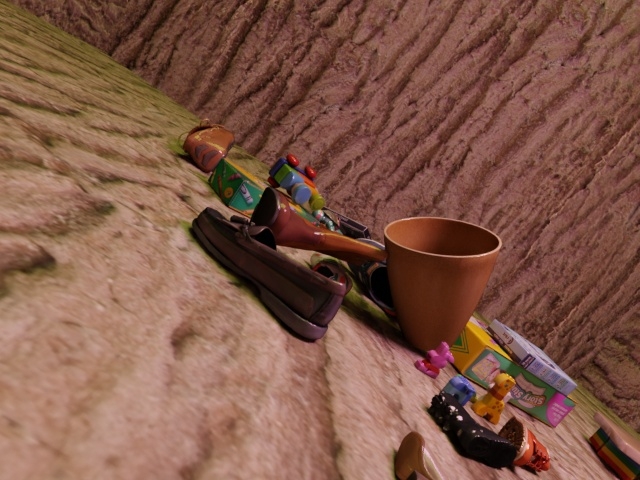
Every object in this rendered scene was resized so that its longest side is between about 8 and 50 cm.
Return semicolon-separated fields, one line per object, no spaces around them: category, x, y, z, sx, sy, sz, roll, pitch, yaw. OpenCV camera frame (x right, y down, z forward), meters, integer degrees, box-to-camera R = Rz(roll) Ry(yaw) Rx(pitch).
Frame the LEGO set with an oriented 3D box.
LEGO set;0.309;0.276;0.835;0.227;0.093;0.087;33;9;-17

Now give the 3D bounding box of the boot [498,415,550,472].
boot;0.346;0.348;0.716;0.084;0.059;0.158;44;10;24

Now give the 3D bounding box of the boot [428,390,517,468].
boot;0.227;0.283;0.654;0.121;0.045;0.099;31;6;-26

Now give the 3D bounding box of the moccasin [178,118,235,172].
moccasin;-0.371;-0.317;1.393;0.147;0.139;0.380;42;15;-18

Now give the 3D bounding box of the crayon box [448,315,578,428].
crayon box;0.469;0.316;1.204;0.363;0.106;0.313;32;9;-20

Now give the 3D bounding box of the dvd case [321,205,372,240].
dvd case;0.084;-0.025;1.489;0.239;0.029;0.179;30;-23;38

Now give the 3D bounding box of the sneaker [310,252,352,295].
sneaker;0.009;0.061;0.979;0.075;0.057;0.161;36;9;-38

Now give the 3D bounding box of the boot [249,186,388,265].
boot;0.000;0.000;0.858;0.281;0.096;0.264;20;-16;-11

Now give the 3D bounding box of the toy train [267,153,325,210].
toy train;-0.031;-0.141;1.276;0.248;0.105;0.143;25;23;-51

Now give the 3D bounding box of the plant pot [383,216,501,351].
plant pot;0.248;0.104;0.944;0.237;0.254;0.237;1;20;0

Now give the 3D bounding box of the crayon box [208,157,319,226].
crayon box;-0.152;-0.104;1.185;0.278;0.081;0.165;27;11;-43

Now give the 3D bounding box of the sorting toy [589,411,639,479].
sorting toy;0.866;0.616;1.155;0.257;0.089;0.255;38;9;17

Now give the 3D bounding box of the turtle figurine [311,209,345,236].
turtle figurine;0.015;-0.035;1.379;0.234;0.118;0.175;38;9;-46

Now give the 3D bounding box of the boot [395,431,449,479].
boot;0.120;0.252;0.431;0.087;0.042;0.118;42;10;4

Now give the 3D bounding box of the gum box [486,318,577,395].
gum box;0.533;0.294;1.099;0.184;0.041;0.157;32;13;-17

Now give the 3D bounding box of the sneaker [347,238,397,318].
sneaker;0.159;0.085;1.185;0.148;0.131;0.350;33;7;-45

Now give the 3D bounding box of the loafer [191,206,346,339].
loafer;-0.082;0.025;0.683;0.302;0.095;0.109;39;9;27
